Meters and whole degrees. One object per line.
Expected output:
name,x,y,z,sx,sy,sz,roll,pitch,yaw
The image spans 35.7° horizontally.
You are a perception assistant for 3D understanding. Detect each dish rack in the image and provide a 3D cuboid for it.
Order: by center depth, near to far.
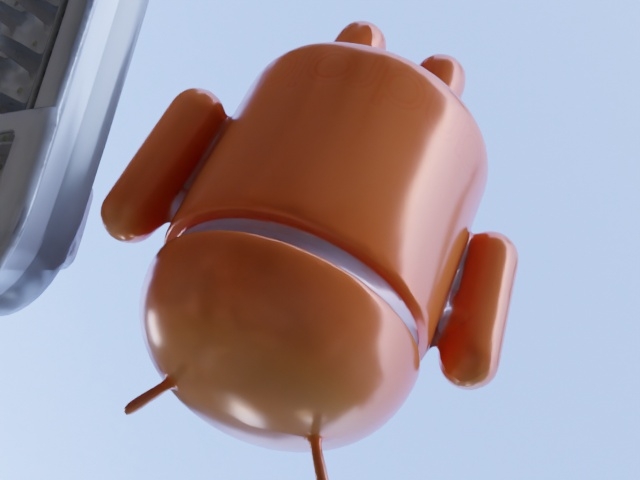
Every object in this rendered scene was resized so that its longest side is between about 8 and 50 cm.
dish rack,-0.182,-0.113,0.499,0.286,0.072,0.332,1,-108,36

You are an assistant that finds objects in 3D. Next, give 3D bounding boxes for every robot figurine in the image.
robot figurine,-0.002,0.000,0.450,0.128,0.219,0.158,-13,-49,43
